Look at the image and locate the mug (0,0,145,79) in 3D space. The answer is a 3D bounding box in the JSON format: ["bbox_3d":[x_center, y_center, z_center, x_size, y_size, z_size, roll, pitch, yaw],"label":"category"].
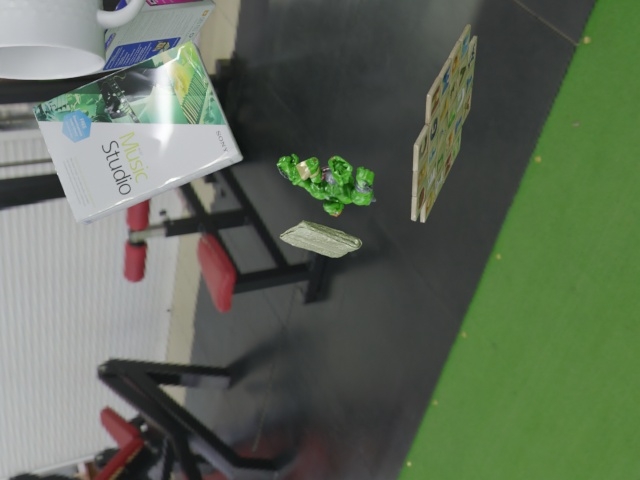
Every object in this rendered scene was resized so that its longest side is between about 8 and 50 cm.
[{"bbox_3d":[-0.518,-0.507,1.574,0.276,0.374,0.328,77,-171,-89],"label":"mug"}]

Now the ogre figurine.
[{"bbox_3d":[0.026,-0.108,1.519,0.197,0.118,0.097,-9,60,24],"label":"ogre figurine"}]

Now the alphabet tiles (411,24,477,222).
[{"bbox_3d":[0.224,-0.206,1.461,0.011,0.342,0.285,16,139,18],"label":"alphabet tiles"}]

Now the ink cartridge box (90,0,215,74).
[{"bbox_3d":[-0.400,-0.477,1.851,0.069,0.371,0.176,46,123,5],"label":"ink cartridge box"}]

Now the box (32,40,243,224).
[{"bbox_3d":[-0.332,-0.195,1.484,0.058,0.322,0.232,72,175,-85],"label":"box"}]

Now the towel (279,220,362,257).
[{"bbox_3d":[0.000,0.000,1.683,0.110,0.148,0.027,-29,48,58],"label":"towel"}]
